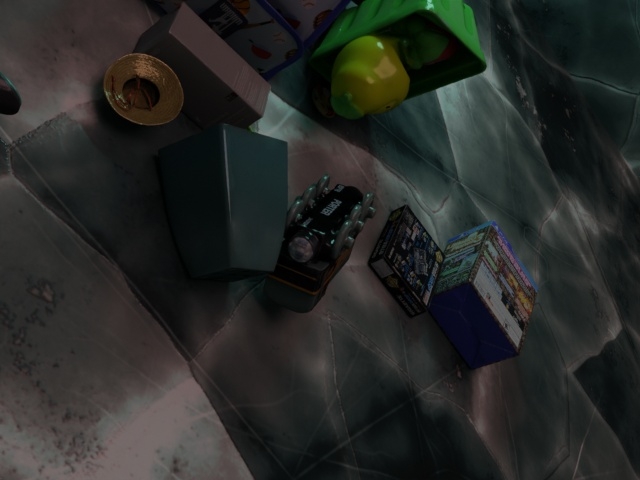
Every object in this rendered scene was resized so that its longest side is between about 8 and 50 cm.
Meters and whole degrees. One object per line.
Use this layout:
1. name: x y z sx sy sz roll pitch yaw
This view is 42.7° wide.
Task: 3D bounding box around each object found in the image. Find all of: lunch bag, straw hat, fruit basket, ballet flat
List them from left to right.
1. ballet flat: -0.515 -0.244 1.146 0.203 0.074 0.074 47 38 -13
2. straw hat: -0.315 -0.248 1.413 0.145 0.061 0.144 13 64 -29
3. lunch bag: -0.117 -0.527 1.576 0.328 0.385 0.239 40 15 -29
4. fruit basket: 0.155 -0.392 1.860 0.283 0.392 0.391 32 46 -38

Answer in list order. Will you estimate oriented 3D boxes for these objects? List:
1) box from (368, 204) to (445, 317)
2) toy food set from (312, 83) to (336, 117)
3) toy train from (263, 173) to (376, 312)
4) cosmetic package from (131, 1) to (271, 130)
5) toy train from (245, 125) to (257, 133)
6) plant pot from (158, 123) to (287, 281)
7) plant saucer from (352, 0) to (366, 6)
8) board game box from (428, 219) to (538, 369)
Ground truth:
1. box: 0.207 0.044 1.913 0.175 0.051 0.220 51 37 -18
2. toy food set: 0.010 -0.326 1.916 0.083 0.020 0.082 10 61 -49
3. toy train: 0.000 0.000 1.555 0.142 0.190 0.334 23 24 8
4. cosmetic package: -0.220 -0.307 1.517 0.238 0.127 0.107 37 44 -31
5. toy train: -0.140 -0.213 1.650 0.083 0.024 0.017 59 35 -9
6. plant pot: -0.159 -0.053 1.414 0.166 0.166 0.234 8 72 -50
7. plant saucer: 0.069 -0.644 2.048 0.278 0.041 0.278 38 9 -7
8. board game box: 0.403 0.131 2.033 0.232 0.141 0.291 54 36 -14
